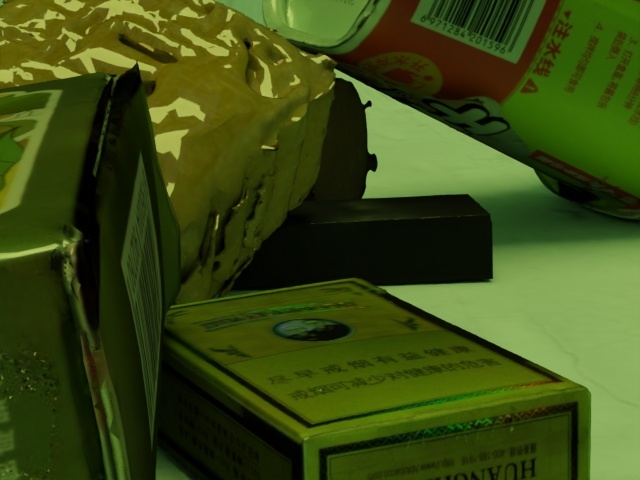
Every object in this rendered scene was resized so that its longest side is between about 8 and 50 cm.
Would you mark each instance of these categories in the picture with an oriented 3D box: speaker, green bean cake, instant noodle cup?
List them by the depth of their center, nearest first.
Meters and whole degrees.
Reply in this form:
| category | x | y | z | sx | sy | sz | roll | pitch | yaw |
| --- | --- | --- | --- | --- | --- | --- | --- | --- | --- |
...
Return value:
| category | x | y | z | sx | sy | sz | roll | pitch | yaw |
| --- | --- | --- | --- | --- | --- | --- | --- | --- | --- |
| green bean cake | -0.125 | -0.066 | 1.149 | 0.230 | 0.131 | 0.224 | 27 | 43 | 15 |
| speaker | 0.000 | 0.000 | 1.253 | 0.218 | 0.044 | 0.082 | -2 | 13 | -6 |
| instant noodle cup | 0.144 | -0.186 | 1.374 | 0.308 | 0.294 | 0.294 | 19 | 3 | -28 |

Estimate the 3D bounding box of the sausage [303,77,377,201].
| category | x | y | z | sx | sy | sz | roll | pitch | yaw |
| --- | --- | --- | --- | --- | --- | --- | --- | --- | --- |
| sausage | -0.127 | -0.065 | 1.382 | 0.317 | 0.117 | 0.125 | 2 | -19 | 15 |

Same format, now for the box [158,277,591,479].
| category | x | y | z | sx | sy | sz | roll | pitch | yaw |
| --- | --- | --- | --- | --- | --- | --- | --- | --- | --- |
| box | 0.008 | 0.076 | 0.881 | 0.141 | 0.064 | 0.220 | -8 | 13 | -24 |

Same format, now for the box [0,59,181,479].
| category | x | y | z | sx | sy | sz | roll | pitch | yaw |
| --- | --- | --- | --- | --- | --- | --- | --- | --- | --- |
| box | -0.266 | 0.048 | 0.721 | 0.420 | 0.138 | 0.373 | -10 | 15 | -1 |
